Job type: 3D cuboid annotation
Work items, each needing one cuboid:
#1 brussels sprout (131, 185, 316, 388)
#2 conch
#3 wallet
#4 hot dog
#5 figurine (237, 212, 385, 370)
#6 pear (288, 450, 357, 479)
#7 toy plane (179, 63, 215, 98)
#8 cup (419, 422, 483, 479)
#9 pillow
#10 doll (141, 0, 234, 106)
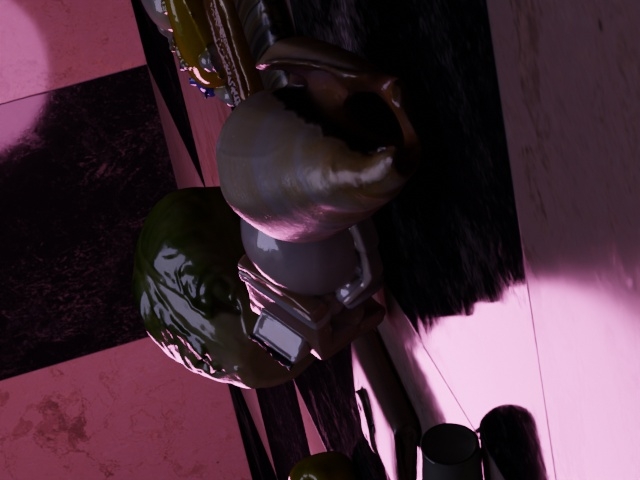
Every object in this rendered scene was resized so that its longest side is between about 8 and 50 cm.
[{"bbox_3d":[-0.111,0.066,2.169,0.271,0.210,0.219,52,138,40],"label":"brussels sprout"},{"bbox_3d":[0.021,-0.069,1.361,0.255,0.127,0.158,14,91,57],"label":"conch"},{"bbox_3d":[0.061,0.167,1.754,0.153,0.039,0.118,-116,15,-47],"label":"wallet"},{"bbox_3d":[-0.086,-0.218,1.925,0.072,0.055,0.188,136,118,-78],"label":"hot dog"},{"bbox_3d":[-0.003,0.002,1.592,0.162,0.141,0.237,36,150,28],"label":"figurine"},{"bbox_3d":[0.009,0.311,2.268,0.097,0.092,0.092,-6,-104,-55],"label":"pear"},{"bbox_3d":[-0.167,-0.271,2.439,0.062,0.054,0.167,-72,-25,-54],"label":"toy plane"},{"bbox_3d":[0.111,0.186,1.434,0.054,0.075,0.083,23,138,30],"label":"cup"},{"bbox_3d":[-0.053,-0.212,1.776,0.113,0.038,0.203,122,130,-76],"label":"pillow"},{"bbox_3d":[-0.149,-0.282,2.062,0.237,0.111,0.252,57,-172,-53],"label":"doll"}]
